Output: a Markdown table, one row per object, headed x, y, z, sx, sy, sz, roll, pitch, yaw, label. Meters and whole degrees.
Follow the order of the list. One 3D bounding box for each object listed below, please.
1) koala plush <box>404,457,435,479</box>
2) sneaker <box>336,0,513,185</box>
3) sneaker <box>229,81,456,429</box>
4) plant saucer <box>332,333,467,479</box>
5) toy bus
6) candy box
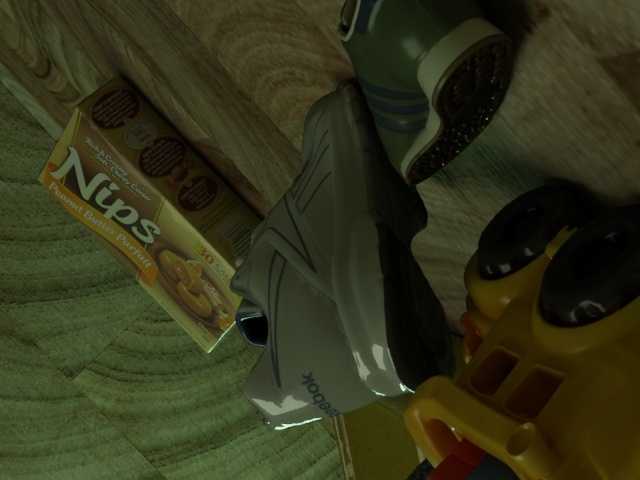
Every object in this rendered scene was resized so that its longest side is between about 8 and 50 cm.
| x | y | z | sx | sy | sz | roll | pitch | yaw | label |
| --- | --- | --- | --- | --- | --- | --- | --- | --- | --- |
| 0.198 | 0.200 | 1.114 | 0.196 | 0.203 | 0.221 | 41 | 154 | -30 | koala plush |
| 0.048 | -0.095 | 0.766 | 0.086 | 0.064 | 0.192 | 52 | 172 | 10 | sneaker |
| 0.000 | 0.000 | 0.951 | 0.111 | 0.129 | 0.297 | 56 | -162 | -29 | sneaker |
| 0.098 | 0.247 | 1.464 | 0.332 | 0.081 | 0.333 | -160 | 57 | -69 | plant saucer |
| 0.120 | 0.096 | 0.784 | 0.149 | 0.211 | 0.220 | 48 | 172 | -20 | toy bus |
| -0.192 | -0.028 | 1.831 | 0.316 | 0.087 | 0.183 | 46 | 143 | 3 | candy box |
